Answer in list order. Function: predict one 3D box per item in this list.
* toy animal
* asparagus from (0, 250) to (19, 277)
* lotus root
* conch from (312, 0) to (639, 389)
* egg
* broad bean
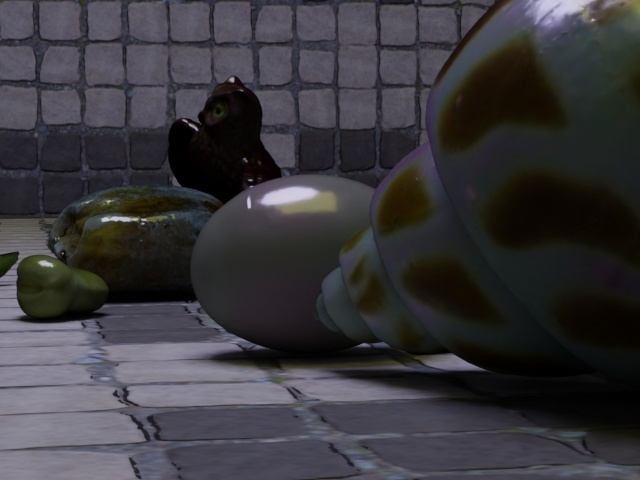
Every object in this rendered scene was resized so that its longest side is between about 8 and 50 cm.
[{"bbox_3d":[-0.071,-0.057,1.415,0.116,0.179,0.218,4,23,-31],"label":"toy animal"},{"bbox_3d":[-0.360,0.029,1.313,0.236,0.027,0.034,-4,25,-38],"label":"asparagus"},{"bbox_3d":[-0.124,0.003,1.270,0.192,0.088,0.113,-1,19,-26],"label":"lotus root"},{"bbox_3d":[0.165,-0.019,0.736,0.368,0.197,0.249,-3,-37,48],"label":"conch"},{"bbox_3d":[-0.007,0.013,0.888,0.135,0.103,0.103,-1,3,-8],"label":"egg"},{"bbox_3d":[-0.187,0.034,1.103,0.063,0.045,0.083,2,-4,18],"label":"broad bean"}]
